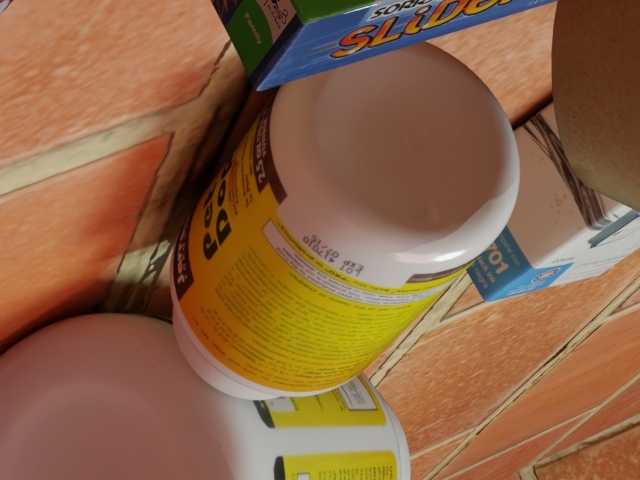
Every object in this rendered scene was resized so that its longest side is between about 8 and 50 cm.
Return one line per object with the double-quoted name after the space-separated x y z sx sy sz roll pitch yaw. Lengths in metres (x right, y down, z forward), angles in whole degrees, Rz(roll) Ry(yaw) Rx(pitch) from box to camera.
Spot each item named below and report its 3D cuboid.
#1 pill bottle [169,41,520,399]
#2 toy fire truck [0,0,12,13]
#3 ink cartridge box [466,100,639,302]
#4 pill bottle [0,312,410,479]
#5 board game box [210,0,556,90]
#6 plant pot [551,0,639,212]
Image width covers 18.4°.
0.000 0.000 0.935 0.117 0.117 0.215 -20 164 -30 "pill bottle"
-0.163 -0.028 0.503 0.302 0.169 0.254 -40 -175 43 "toy fire truck"
0.181 -0.049 1.181 0.191 0.082 0.140 -37 164 37 "ink cartridge box"
-0.063 0.142 1.176 0.188 0.188 0.334 -32 165 15 "pill bottle"
0.041 -0.127 0.517 0.201 0.136 0.035 -20 165 -31 "board game box"
0.248 -0.078 0.837 0.274 0.256 0.256 6 -176 29 "plant pot"
